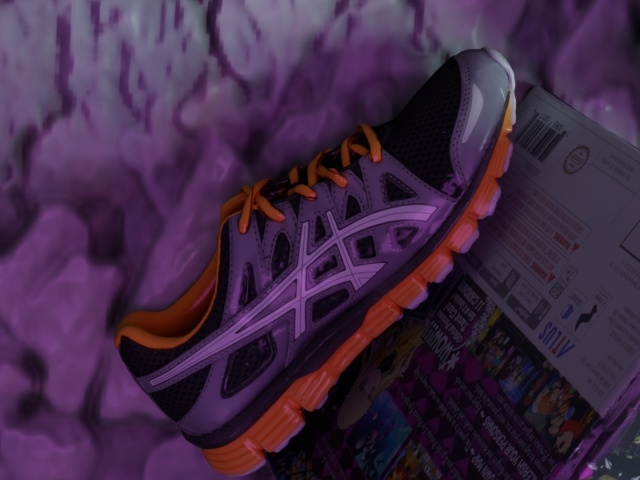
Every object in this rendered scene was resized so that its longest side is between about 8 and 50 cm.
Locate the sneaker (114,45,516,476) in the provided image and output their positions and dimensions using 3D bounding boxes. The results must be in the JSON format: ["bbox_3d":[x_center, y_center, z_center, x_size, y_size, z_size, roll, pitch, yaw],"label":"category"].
[{"bbox_3d":[0.000,0.000,0.738,0.083,0.084,0.215,38,96,-13],"label":"sneaker"}]

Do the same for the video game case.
[{"bbox_3d":[0.071,0.055,0.687,0.042,0.232,0.210,34,96,-19],"label":"video game case"}]
